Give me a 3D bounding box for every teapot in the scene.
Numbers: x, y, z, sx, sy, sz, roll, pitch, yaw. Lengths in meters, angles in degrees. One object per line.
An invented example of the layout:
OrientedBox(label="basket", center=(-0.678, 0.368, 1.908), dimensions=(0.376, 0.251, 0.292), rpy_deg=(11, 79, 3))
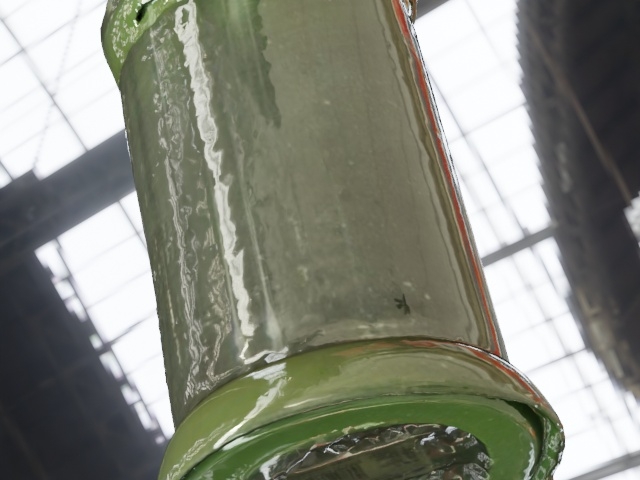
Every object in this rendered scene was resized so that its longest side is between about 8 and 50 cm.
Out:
OrientedBox(label="teapot", center=(0.000, 0.000, 0.902), dimensions=(0.270, 0.200, 0.337), rpy_deg=(55, -161, -55))
